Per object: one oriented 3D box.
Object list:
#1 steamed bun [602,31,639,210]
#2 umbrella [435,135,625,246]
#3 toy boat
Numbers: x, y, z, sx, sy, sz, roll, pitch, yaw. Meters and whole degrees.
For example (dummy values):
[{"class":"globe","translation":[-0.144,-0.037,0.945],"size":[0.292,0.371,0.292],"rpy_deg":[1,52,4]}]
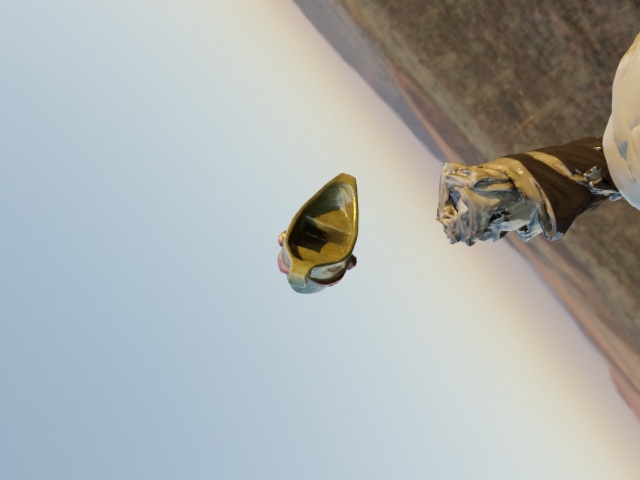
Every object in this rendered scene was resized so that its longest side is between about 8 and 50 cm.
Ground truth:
[{"class":"steamed bun","translation":[0.330,-0.086,0.576],"size":[0.144,0.217,0.211],"rpy_deg":[-57,-32,-58]},{"class":"umbrella","translation":[0.297,-0.065,0.807],"size":[0.113,0.357,0.106],"rpy_deg":[-146,43,-79]},{"class":"toy boat","translation":[0.000,0.001,0.822],"size":[0.089,0.071,0.185],"rpy_deg":[20,-138,5]}]
